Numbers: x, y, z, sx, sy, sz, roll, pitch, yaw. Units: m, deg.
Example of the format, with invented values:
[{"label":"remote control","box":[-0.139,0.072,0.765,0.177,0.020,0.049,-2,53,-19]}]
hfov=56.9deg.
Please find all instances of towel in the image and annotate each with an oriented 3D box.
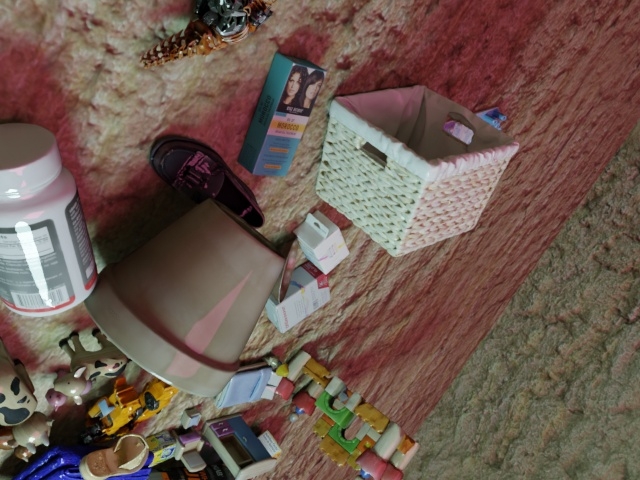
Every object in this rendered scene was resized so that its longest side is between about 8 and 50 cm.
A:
[{"label":"towel","box":[-0.551,0.560,1.352,0.228,0.076,0.308,-40,148,6]}]

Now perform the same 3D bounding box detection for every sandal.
[{"label":"sandal","box":[-0.429,0.476,1.328,0.079,0.088,0.240,-30,167,12]}]

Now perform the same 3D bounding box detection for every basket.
[{"label":"basket","box":[0.211,-0.173,1.397,0.331,0.328,0.266,-18,136,-38]}]

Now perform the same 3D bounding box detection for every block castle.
[{"label":"block castle","box":[0.060,0.567,1.824,0.212,0.453,0.303,-51,147,-11]}]

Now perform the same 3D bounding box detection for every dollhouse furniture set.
[{"label":"dollhouse furniture set","box":[-0.220,0.495,1.660,0.286,0.198,0.303,1,121,-49]}]

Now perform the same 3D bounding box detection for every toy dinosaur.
[{"label":"toy dinosaur","box":[-0.150,-0.390,0.960,0.218,0.164,0.321,74,40,-68]}]

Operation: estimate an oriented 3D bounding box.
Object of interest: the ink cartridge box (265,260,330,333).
[{"label":"ink cartridge box","box":[-0.064,0.152,1.617,0.175,0.072,0.127,-33,143,-22]}]

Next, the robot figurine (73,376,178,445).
[{"label":"robot figurine","box":[-0.437,0.378,1.337,0.211,0.085,0.291,-12,158,-45]}]

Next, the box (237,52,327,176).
[{"label":"box","box":[-0.081,-0.255,1.227,0.101,0.060,0.244,-3,125,-47]}]

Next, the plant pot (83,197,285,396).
[{"label":"plant pot","box":[-0.226,0.082,1.119,0.280,0.323,0.323,-51,145,2]}]

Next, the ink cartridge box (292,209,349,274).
[{"label":"ink cartridge box","box":[0.000,0.000,1.530,0.090,0.092,0.143,-42,144,-11]}]

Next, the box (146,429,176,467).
[{"label":"box","box":[-0.473,0.571,1.572,0.169,0.059,0.054,-14,129,-41]}]

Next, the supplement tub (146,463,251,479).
[{"label":"supplement tub","box":[-0.369,0.737,1.643,0.338,0.207,0.207,9,117,-32]}]

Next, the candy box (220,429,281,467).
[{"label":"candy box","box":[-0.278,0.759,1.906,0.316,0.087,0.183,-32,159,-24]}]

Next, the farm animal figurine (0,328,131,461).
[{"label":"farm animal figurine","box":[-0.553,0.298,1.127,0.330,0.172,0.326,-44,145,-9]}]

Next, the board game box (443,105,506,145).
[{"label":"board game box","box":[0.389,-0.191,1.816,0.390,0.050,0.389,-22,137,-34]}]

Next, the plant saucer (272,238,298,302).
[{"label":"plant saucer","box":[-0.092,0.073,1.489,0.168,0.029,0.168,15,90,-84]}]

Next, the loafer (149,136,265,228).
[{"label":"loafer","box":[-0.209,-0.108,1.191,0.109,0.095,0.302,-50,146,3]}]

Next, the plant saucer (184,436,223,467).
[{"label":"plant saucer","box":[-0.329,0.665,1.841,0.195,0.037,0.194,-28,140,-27]}]

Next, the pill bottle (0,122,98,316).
[{"label":"pill bottle","box":[-0.458,-0.030,0.933,0.161,0.161,0.283,-25,138,-31]}]

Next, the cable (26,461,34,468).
[{"label":"cable","box":[-0.642,0.575,1.400,0.151,0.047,0.184,-15,131,-37]}]
